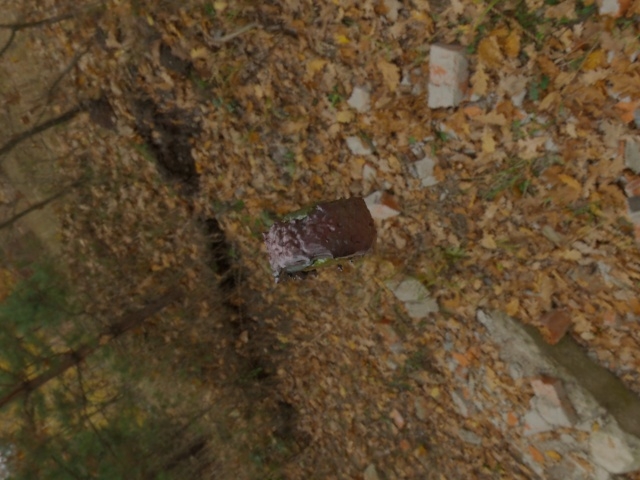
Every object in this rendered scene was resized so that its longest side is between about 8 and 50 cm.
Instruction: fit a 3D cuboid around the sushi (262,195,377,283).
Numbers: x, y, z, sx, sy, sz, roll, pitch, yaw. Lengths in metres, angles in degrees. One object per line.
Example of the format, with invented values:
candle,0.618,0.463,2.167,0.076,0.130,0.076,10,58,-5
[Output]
sushi,0.017,-0.006,0.894,0.162,0.241,0.107,-18,82,22
